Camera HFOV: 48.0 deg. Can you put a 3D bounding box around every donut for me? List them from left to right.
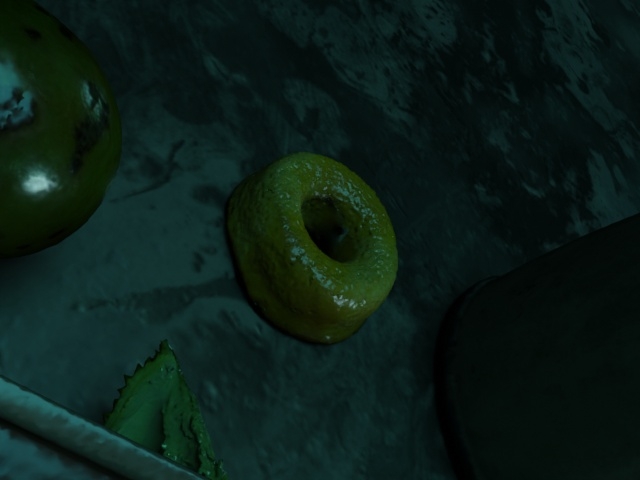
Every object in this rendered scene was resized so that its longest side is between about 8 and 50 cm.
[{"bbox_3d":[0.000,0.000,0.553,0.151,0.058,0.152,22,49,-28],"label":"donut"}]

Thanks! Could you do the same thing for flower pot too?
[{"bbox_3d":[0.304,0.103,0.552,0.293,0.330,0.294,20,54,-30],"label":"flower pot"}]

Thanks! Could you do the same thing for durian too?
[{"bbox_3d":[-0.075,0.161,0.350,0.086,0.100,0.215,4,55,-36],"label":"durian"}]

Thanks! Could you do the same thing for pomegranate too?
[{"bbox_3d":[-0.190,-0.035,0.346,0.156,0.156,0.220,40,54,-14],"label":"pomegranate"}]

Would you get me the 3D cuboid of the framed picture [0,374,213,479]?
[{"bbox_3d":[-0.185,0.176,0.237,0.211,0.020,0.290,34,66,-19],"label":"framed picture"}]
